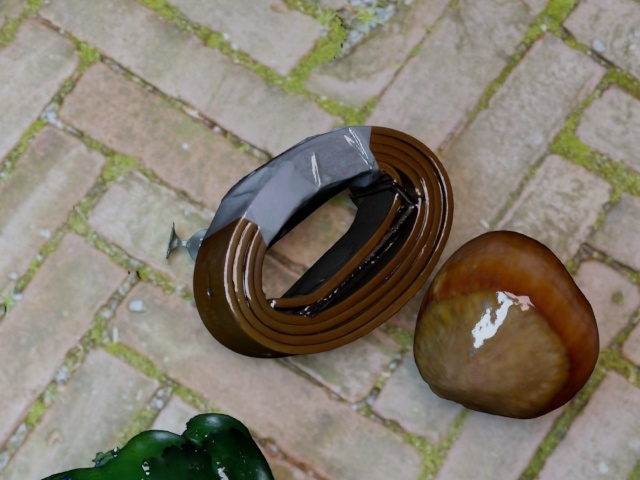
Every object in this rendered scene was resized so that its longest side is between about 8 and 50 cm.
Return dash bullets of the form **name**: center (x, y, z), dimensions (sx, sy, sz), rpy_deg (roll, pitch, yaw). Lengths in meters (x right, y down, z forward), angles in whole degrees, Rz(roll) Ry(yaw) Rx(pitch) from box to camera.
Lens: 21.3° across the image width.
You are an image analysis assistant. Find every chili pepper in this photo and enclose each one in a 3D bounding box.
- **chili pepper**: center (-0.139, 0.288, 1.429), dimensions (0.233, 0.248, 0.257), rpy_deg (-11, 83, -23)

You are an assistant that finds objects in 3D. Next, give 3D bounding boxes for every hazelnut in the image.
- **hazelnut**: center (0.169, 0.083, 1.576), dimensions (0.182, 0.182, 0.182), rpy_deg (2, 71, -7)

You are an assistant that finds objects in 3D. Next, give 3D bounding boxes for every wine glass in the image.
- **wine glass**: center (-0.107, 0.010, 1.627), dimensions (0.083, 0.039, 0.042), rpy_deg (12, 68, -8)

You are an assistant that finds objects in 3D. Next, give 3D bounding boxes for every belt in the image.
- **belt**: center (0.000, 0.000, 1.590), dimensions (0.261, 0.105, 0.184), rpy_deg (-45, 99, -20)
